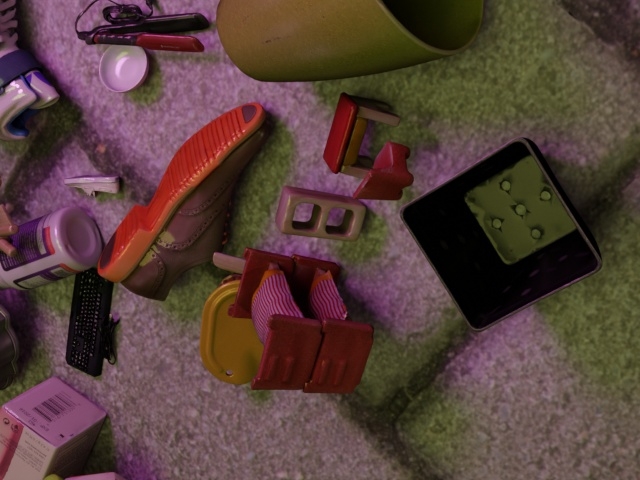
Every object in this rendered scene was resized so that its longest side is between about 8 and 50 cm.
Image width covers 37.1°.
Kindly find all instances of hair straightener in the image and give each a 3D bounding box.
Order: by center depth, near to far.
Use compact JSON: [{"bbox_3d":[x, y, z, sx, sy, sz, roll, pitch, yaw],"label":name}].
[{"bbox_3d":[-0.272,-0.329,1.442,0.230,0.047,0.089,4,72,23],"label":"hair straightener"}]

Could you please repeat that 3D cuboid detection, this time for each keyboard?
[{"bbox_3d":[-0.391,0.143,1.620,0.100,0.038,0.192,17,111,17],"label":"keyboard"}]

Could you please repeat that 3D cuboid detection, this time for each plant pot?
[{"bbox_3d":[0.009,-0.318,1.226,0.293,0.275,0.275,-17,97,40],"label":"plant pot"},{"bbox_3d":[0.247,-0.021,1.241,0.187,0.167,0.188,-32,90,27],"label":"plant pot"}]

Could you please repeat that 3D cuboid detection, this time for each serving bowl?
[{"bbox_3d":[-0.298,-0.265,1.469,0.083,0.027,0.083,-3,81,19],"label":"serving bowl"}]

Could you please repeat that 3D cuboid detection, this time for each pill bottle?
[{"bbox_3d":[-0.468,0.021,1.579,0.193,0.108,0.108,-18,97,25],"label":"pill bottle"}]

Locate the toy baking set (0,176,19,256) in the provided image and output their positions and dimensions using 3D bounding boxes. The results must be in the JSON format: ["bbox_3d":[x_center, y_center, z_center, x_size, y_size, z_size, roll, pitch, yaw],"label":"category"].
[{"bbox_3d":[-0.546,-0.089,1.520,0.256,0.030,0.197,26,126,40],"label":"toy baking set"}]

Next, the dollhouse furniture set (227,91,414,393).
[{"bbox_3d":[0.000,0.000,1.303,0.152,0.201,0.374,8,113,-20],"label":"dollhouse furniture set"}]

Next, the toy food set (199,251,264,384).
[{"bbox_3d":[-0.118,0.114,1.490,0.128,0.071,0.218,8,111,-5],"label":"toy food set"}]

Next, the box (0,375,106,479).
[{"bbox_3d":[-0.497,0.380,1.666,0.127,0.148,0.232,33,114,12],"label":"box"}]

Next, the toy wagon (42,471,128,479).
[{"bbox_3d":[-0.437,0.532,1.627,0.344,0.068,0.267,-40,125,10],"label":"toy wagon"}]

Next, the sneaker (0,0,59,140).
[{"bbox_3d":[-0.492,-0.316,1.498,0.236,0.130,0.323,28,110,4],"label":"sneaker"}]

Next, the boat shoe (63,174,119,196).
[{"bbox_3d":[-0.371,-0.087,1.552,0.100,0.035,0.035,0,102,16],"label":"boat shoe"}]

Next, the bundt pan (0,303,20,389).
[{"bbox_3d":[-0.680,0.156,1.639,0.331,0.124,0.331,16,125,24],"label":"bundt pan"}]

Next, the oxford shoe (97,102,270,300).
[{"bbox_3d":[-0.183,-0.056,1.456,0.132,0.130,0.364,35,111,-26],"label":"oxford shoe"}]
